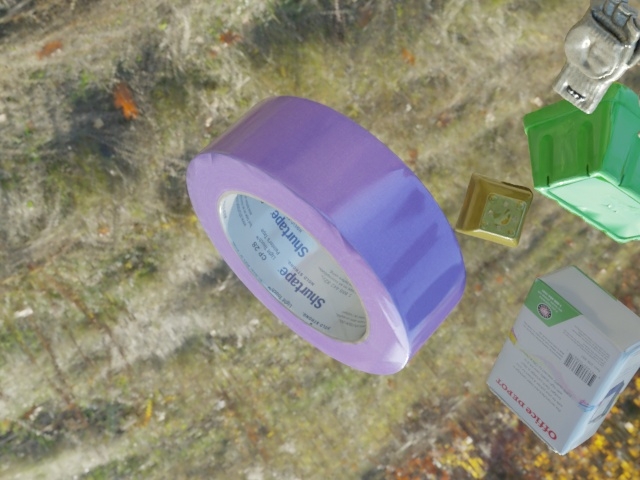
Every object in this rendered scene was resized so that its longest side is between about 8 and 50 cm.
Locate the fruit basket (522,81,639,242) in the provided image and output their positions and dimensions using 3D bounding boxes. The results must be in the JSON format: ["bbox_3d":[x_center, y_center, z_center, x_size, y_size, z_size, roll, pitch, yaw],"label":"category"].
[{"bbox_3d":[0.612,-0.219,1.596,0.392,0.392,0.283,-25,-175,-34],"label":"fruit basket"}]

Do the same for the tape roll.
[{"bbox_3d":[0.000,0.000,0.732,0.090,0.274,0.275,-45,164,-23],"label":"tape roll"}]

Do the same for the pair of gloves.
[{"bbox_3d":[0.434,-0.214,1.024,0.042,0.240,0.204,-44,156,-17],"label":"pair of gloves"}]

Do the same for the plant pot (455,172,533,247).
[{"bbox_3d":[0.224,-0.035,0.972,0.083,0.081,0.082,-60,166,-80],"label":"plant pot"}]

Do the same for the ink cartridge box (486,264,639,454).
[{"bbox_3d":[0.341,0.166,1.066,0.093,0.154,0.212,-15,135,-35],"label":"ink cartridge box"}]
